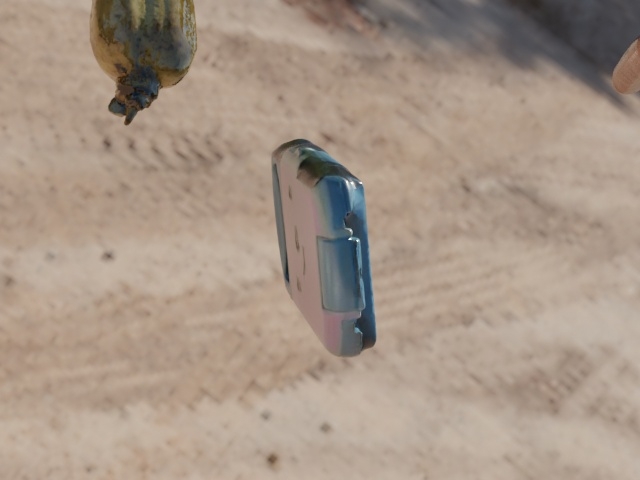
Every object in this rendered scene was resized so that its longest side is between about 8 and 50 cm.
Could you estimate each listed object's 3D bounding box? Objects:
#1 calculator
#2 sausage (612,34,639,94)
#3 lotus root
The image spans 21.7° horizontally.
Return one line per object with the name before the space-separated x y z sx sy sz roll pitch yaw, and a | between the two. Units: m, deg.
calculator | 0.000 0.000 1.521 0.051 0.173 0.293 -9 13 -9
sausage | 0.288 -0.161 1.500 0.035 0.030 0.147 45 -7 4
lotus root | -0.119 -0.141 1.108 0.072 0.063 0.152 16 59 -25
